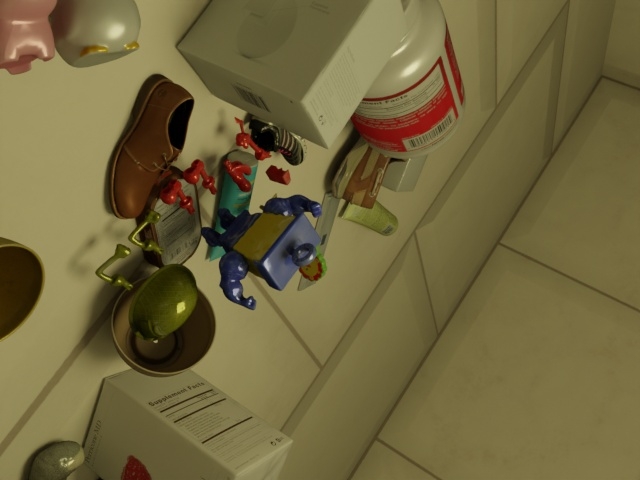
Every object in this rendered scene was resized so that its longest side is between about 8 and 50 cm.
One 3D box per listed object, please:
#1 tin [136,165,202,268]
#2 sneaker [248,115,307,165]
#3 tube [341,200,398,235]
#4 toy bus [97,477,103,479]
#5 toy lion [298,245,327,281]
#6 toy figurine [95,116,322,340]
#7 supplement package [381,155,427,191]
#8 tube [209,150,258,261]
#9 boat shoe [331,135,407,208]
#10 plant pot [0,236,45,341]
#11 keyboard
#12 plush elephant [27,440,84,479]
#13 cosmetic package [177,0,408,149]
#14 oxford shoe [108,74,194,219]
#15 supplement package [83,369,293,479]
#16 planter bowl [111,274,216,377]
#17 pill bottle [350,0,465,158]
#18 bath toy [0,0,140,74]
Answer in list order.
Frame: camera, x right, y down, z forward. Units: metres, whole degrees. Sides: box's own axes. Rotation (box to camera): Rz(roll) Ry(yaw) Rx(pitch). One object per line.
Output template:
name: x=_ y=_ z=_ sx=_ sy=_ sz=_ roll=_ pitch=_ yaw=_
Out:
tin: x=-0.235 y=-0.031 z=1.147 sx=0.106 sy=0.040 sz=0.189 roll=-48 pitch=153 yaw=-37
sneaker: x=-0.079 y=-0.175 z=1.267 sx=0.074 sy=0.063 sz=0.170 roll=-55 pitch=150 yaw=-16
tube: x=0.122 y=-0.068 z=1.787 sx=0.240 sy=0.062 sz=0.070 roll=25 pitch=50 yaw=-61
toy bus: x=-0.319 y=0.491 z=1.448 sx=0.333 sy=0.108 sz=0.130 roll=-19 pitch=134 yaw=-57
toy lion: x=-0.027 y=0.035 z=1.547 sx=0.034 sy=0.096 sz=0.100 roll=-32 pitch=142 yaw=-48
toy figurine: x=-0.114 y=0.004 z=1.070 sx=0.362 sy=0.217 sz=0.191 roll=-51 pitch=139 yaw=-26
supplement package: x=0.186 y=-0.212 z=1.690 sx=0.105 sy=0.105 sz=0.179 roll=-9 pitch=123 yaw=-62
tube: x=-0.152 y=-0.056 z=1.274 sx=0.080 sy=0.052 sz=0.207 roll=-21 pitch=140 yaw=-40
boat shoe: x=0.146 y=-0.213 z=1.568 sx=0.324 sy=0.116 sz=0.123 roll=-60 pitch=174 yaw=3
plant pot: x=-0.400 y=0.044 z=0.827 sx=0.134 sy=0.095 sz=0.134 roll=-45 pitch=151 yaw=-34
keyboard: x=0.000 y=0.000 z=1.669 sx=0.072 sy=0.014 sz=0.256 roll=-31 pitch=142 yaw=-57
plush elephant: x=-0.426 y=0.532 z=1.096 sx=0.272 sy=0.255 sz=0.329 roll=-22 pitch=135 yaw=-55
cosmetic package: x=-0.034 y=-0.287 z=1.035 sx=0.224 sy=0.224 sz=0.138 roll=-57 pitch=155 yaw=-9
oxford shoe: x=-0.234 y=-0.117 z=1.010 sx=0.076 sy=0.076 sz=0.212 roll=-11 pitch=127 yaw=-62
supplement package: x=-0.232 y=0.360 z=1.249 sx=0.175 sy=0.293 sz=0.177 roll=-10 pitch=124 yaw=-61
planter bowl: x=-0.259 y=0.148 z=1.171 sx=0.162 sy=0.162 sz=0.109 roll=-45 pitch=178 yaw=-33
pill bottle: x=0.122 y=-0.322 z=1.299 sx=0.229 sy=0.229 sz=0.408 roll=-59 pitch=156 yaw=-6
bath toy: x=-0.314 y=-0.227 z=0.685 sx=0.348 sy=0.151 sz=0.129 roll=-25 pitch=102 yaw=-53
